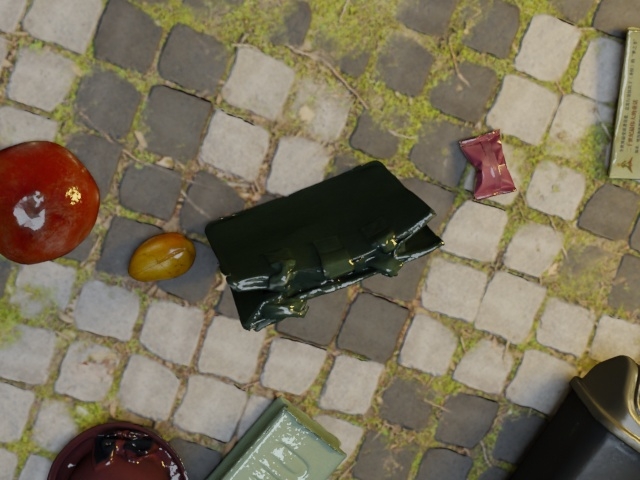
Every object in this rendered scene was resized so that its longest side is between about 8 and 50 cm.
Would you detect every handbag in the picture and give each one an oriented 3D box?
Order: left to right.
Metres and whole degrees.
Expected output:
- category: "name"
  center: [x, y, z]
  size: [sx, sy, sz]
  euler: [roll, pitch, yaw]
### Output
- category: "handbag"
  center: [0.000, 0.002, 1.488]
  size: [0.247, 0.260, 0.079]
  euler: [-20, 109, -5]

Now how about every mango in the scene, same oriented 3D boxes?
- category: "mango"
  center: [-0.198, 0.023, 1.571]
  size: [0.089, 0.046, 0.060]
  euler: [-28, 105, 2]

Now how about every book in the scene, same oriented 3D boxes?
- category: "book"
  center: [0.522, -0.172, 1.651]
  size: [0.289, 0.026, 0.201]
  euler: [1, 107, -10]

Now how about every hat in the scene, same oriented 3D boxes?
- category: "hat"
  center: [-0.258, 0.333, 1.584]
  size: [0.205, 0.089, 0.205]
  euler: [1, 96, 10]

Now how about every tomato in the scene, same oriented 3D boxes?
- category: "tomato"
  center: [-0.342, -0.043, 1.522]
  size: [0.156, 0.069, 0.155]
  euler: [-2, 102, -10]

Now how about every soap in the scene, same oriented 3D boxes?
- category: "soap"
  center: [-0.072, 0.313, 1.644]
  size: [0.114, 0.063, 0.198]
  euler: [39, 94, -16]

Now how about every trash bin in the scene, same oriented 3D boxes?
- category: "trash bin"
  center: [0.379, 0.309, 1.659]
  size: [0.209, 0.182, 0.290]
  euler: [33, 100, -15]

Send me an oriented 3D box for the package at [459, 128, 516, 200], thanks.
- category: "package"
  center: [0.214, -0.096, 1.620]
  size: [0.059, 0.029, 0.083]
  euler: [-16, 95, -9]
